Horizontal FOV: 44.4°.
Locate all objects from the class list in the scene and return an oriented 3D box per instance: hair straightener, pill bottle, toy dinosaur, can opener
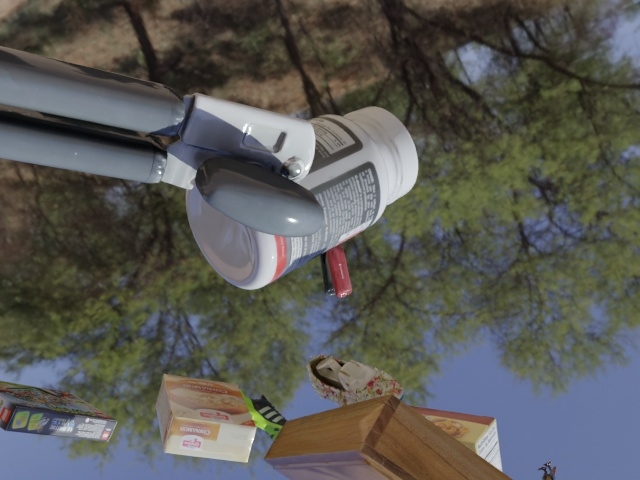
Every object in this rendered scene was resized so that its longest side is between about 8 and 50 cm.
[{"bbox_3d":[0.000,0.000,1.557,0.047,0.231,0.089,-21,-170,-30],"label":"hair straightener"},{"bbox_3d":[-0.020,-0.084,1.289,0.362,0.210,0.210,-28,-167,-34],"label":"pill bottle"},{"bbox_3d":[0.448,0.469,1.508,0.047,0.090,0.082,-52,-137,40],"label":"toy dinosaur"},{"bbox_3d":[-0.118,-0.069,0.529,0.074,0.280,0.093,-65,-148,23],"label":"can opener"}]

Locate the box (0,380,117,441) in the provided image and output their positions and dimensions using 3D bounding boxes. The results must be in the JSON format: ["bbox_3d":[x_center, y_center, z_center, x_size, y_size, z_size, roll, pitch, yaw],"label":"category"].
[{"bbox_3d":[-0.406,0.246,1.140,0.114,0.207,0.036,20,-98,29],"label":"box"}]

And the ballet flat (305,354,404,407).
[{"bbox_3d":[0.045,0.237,1.326,0.091,0.077,0.241,-42,-162,-27],"label":"ballet flat"}]

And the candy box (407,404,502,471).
[{"bbox_3d":[0.213,0.441,1.315,0.182,0.317,0.087,1,-160,35],"label":"candy box"}]

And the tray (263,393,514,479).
[{"bbox_3d":[0.074,0.293,0.962,0.076,0.202,0.411,-56,-175,-22],"label":"tray"}]

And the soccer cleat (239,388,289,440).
[{"bbox_3d":[-0.103,0.355,1.580,0.060,0.178,0.072,-41,-152,35],"label":"soccer cleat"}]

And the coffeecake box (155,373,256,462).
[{"bbox_3d":[-0.202,0.304,1.358,0.142,0.068,0.185,13,-172,-18],"label":"coffeecake box"}]
